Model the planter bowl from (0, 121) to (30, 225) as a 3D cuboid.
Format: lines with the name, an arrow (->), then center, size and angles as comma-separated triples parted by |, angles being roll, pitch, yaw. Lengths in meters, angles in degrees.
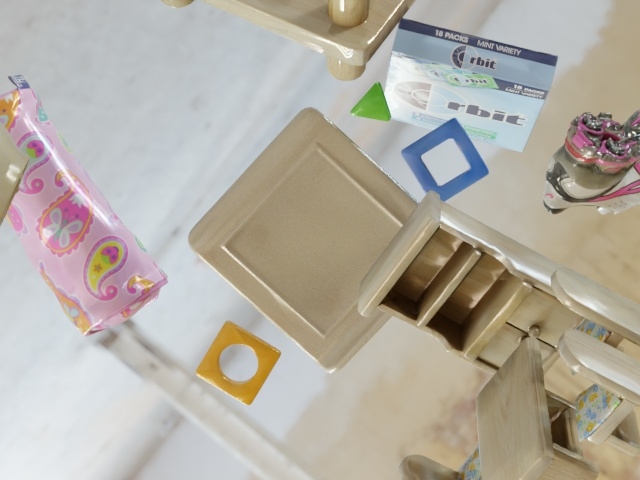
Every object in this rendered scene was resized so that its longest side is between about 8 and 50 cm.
planter bowl -> -0.326, -0.054, 1.482 | 0.162, 0.109, 0.162 | -156, -90, -81

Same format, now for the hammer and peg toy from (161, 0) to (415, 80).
hammer and peg toy -> -0.060, -0.305, 1.534 | 0.266, 0.361, 0.127 | -55, 161, -32

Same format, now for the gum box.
gum box -> 0.144, -0.152, 1.660 | 0.184, 0.157, 0.041 | 97, 8, -74

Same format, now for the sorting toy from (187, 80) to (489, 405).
sorting toy -> 0.000, 0.000, 1.580 | 0.347, 0.196, 0.047 | -47, -178, 9

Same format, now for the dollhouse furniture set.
dollhouse furniture set -> 0.122, 0.098, 1.243 | 0.212, 0.161, 0.242 | -54, -163, 29

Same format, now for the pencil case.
pencil case -> -0.285, -0.035, 1.807 | 0.124, 0.284, 0.124 | -35, 178, -2

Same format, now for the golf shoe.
golf shoe -> 0.258, -0.063, 1.379 | 0.186, 0.067, 0.086 | -4, 136, -36
